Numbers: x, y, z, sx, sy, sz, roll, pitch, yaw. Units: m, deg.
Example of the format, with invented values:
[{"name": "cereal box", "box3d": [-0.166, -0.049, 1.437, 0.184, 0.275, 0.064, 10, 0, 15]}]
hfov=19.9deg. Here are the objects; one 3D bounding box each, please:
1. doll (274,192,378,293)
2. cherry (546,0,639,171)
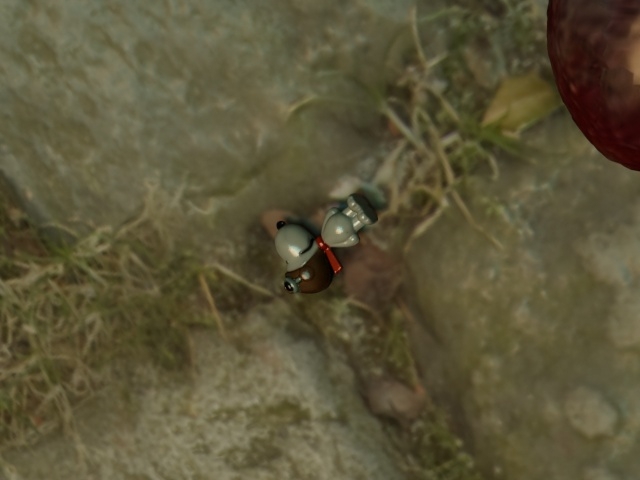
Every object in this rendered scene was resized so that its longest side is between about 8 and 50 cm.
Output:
[{"name": "doll", "box3d": [0.005, 0.004, 1.302, 0.085, 0.040, 0.058, -20, 89, 22]}, {"name": "cherry", "box3d": [0.253, -0.154, 1.088, 0.230, 0.203, 0.300, 7, 94, 18]}]
